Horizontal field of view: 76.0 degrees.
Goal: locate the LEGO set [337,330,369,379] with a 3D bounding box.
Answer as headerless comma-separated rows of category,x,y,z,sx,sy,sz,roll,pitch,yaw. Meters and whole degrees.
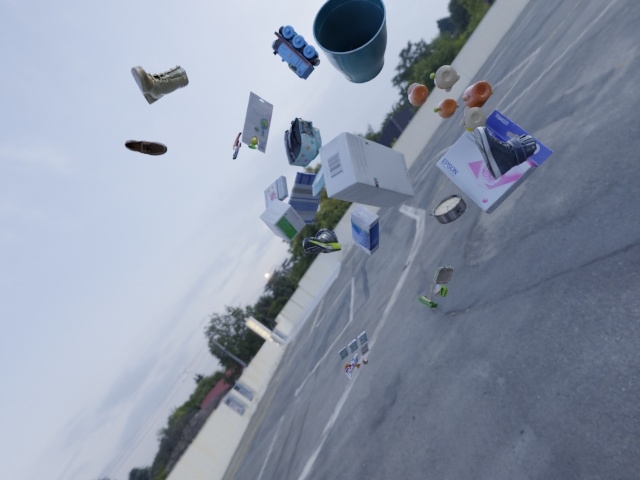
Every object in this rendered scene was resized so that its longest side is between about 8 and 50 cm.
LEGO set,0.194,0.609,2.138,0.182,0.060,0.244,-34,-46,-19

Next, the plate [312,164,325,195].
plate,0.004,-0.276,1.738,0.188,0.024,0.188,-56,16,25

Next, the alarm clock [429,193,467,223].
alarm clock,0.522,-0.120,1.622,0.129,0.064,0.192,-43,14,-4

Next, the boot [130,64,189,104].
boot,-0.658,-0.674,1.701,0.203,0.095,0.262,-30,0,-12

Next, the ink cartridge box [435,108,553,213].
ink cartridge box,0.697,-0.336,1.685,0.071,0.324,0.330,12,-55,-48

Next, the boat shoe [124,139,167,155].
boat shoe,-0.772,-0.409,1.808,0.060,0.177,0.064,-123,39,-74

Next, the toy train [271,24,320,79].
toy train,-0.086,-0.634,1.376,0.105,0.184,0.080,-47,-3,13

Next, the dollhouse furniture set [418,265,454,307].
dollhouse furniture set,0.382,0.145,1.363,0.076,0.058,0.152,2,-70,-35

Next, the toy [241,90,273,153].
toy,-0.290,-0.517,1.813,0.056,0.136,0.238,-5,74,41

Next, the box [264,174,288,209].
box,-0.268,-0.283,2.465,0.186,0.038,0.145,-33,55,39

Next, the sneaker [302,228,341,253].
sneaker,0.000,0.000,2.136,0.111,0.122,0.299,-18,-13,28

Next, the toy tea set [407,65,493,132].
toy tea set,0.517,-0.567,1.632,0.124,0.335,0.200,-41,-25,-87

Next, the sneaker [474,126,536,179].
sneaker,0.619,-0.327,1.368,0.163,0.226,0.086,-30,42,19

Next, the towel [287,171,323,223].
towel,-0.084,-0.218,2.148,0.209,0.034,0.285,-2,-63,-42

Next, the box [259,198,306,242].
box,-0.124,-0.065,1.352,0.087,0.101,0.102,-50,40,-13

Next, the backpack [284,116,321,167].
backpack,-0.079,-0.418,1.805,0.166,0.144,0.189,-40,46,49

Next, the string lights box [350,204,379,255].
string lights box,0.231,-0.051,2.127,0.076,0.133,0.260,-41,-32,-21

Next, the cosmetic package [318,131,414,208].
cosmetic package,0.191,-0.267,1.635,0.384,0.218,0.156,2,-19,-44

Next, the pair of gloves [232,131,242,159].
pair of gloves,-0.268,-0.304,1.318,0.074,0.010,0.083,-48,39,45

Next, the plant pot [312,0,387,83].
plant pot,0.137,-0.757,1.576,0.272,0.271,0.255,-55,-23,0
